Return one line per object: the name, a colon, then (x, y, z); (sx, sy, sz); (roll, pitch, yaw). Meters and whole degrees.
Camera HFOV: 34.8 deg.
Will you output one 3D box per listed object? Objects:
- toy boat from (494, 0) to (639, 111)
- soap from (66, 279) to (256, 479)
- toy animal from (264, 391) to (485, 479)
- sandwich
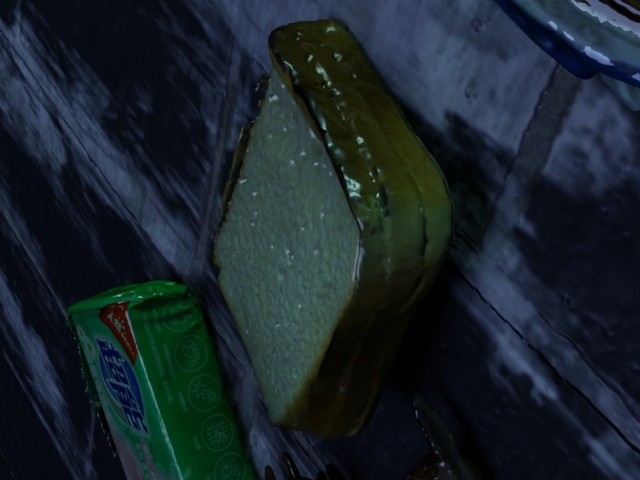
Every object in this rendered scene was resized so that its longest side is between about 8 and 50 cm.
toy boat: (0.127, -0.148, 0.495); (0.262, 0.114, 0.115); (57, 177, 20)
soap: (-0.165, 0.179, 1.103); (0.218, 0.098, 0.273); (-12, 98, 51)
toy animal: (0.068, 0.233, 0.814); (0.260, 0.087, 0.243); (54, 129, 33)
sandwich: (0.001, 0.000, 0.758); (0.251, 0.087, 0.226); (108, 148, -43)
